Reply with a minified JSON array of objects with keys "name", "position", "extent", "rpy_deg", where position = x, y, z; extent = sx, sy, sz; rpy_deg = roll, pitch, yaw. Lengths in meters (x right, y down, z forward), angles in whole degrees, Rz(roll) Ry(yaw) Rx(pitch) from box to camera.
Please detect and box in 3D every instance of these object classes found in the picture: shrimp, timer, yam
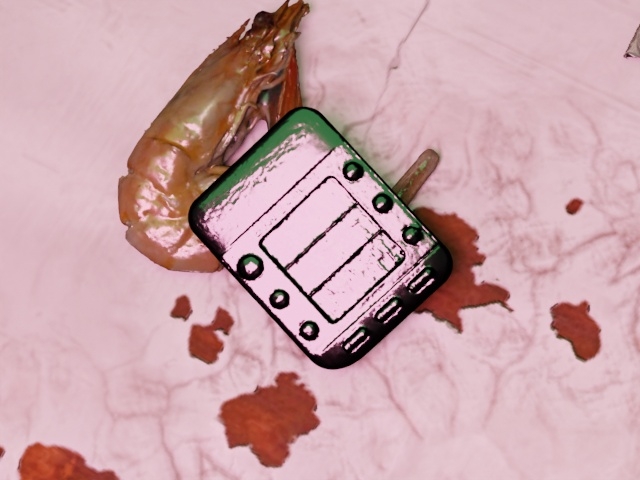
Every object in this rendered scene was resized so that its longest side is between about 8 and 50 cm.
[{"name":"shrimp","position":[-0.070,-0.093,1.206],"extent":[0.145,0.061,0.267],"rpy_deg":[25,74,5]},{"name":"timer","position":[0.000,0.000,1.147],"extent":[0.144,0.055,0.187],"rpy_deg":[-43,88,4]},{"name":"yam","position":[0.062,-0.031,1.187],"extent":[0.021,0.021,0.116],"rpy_deg":[37,82,16]}]

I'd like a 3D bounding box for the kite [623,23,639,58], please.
[{"name":"kite","position":[0.362,-0.309,1.240],"extent":[0.406,0.014,0.368],"rpy_deg":[26,77,14]}]
